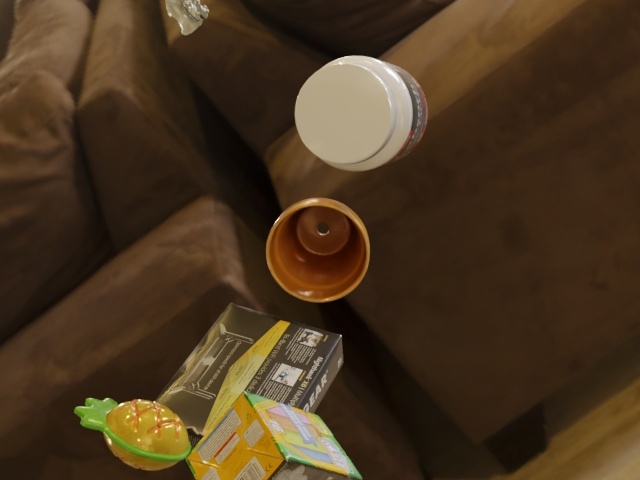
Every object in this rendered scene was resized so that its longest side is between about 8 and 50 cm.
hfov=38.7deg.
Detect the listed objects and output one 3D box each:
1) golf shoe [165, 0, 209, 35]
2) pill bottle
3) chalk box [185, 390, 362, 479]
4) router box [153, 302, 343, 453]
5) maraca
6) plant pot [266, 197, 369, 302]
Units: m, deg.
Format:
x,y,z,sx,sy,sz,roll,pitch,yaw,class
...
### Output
x,y,z,sx,sy,sz,roll,pitch,yaw,class
-0.318,-0.521,1.959,0.069,0.176,0.086,-19,-19,-46,golf shoe
0.079,-0.236,1.706,0.210,0.210,0.363,-33,0,16,pill bottle
-0.046,0.312,1.225,0.132,0.213,0.132,-50,47,9,chalk box
-0.130,0.266,1.641,0.242,0.081,0.309,14,43,22,router box
-0.287,0.291,1.403,0.127,0.185,0.099,-40,-27,-81,maraca
0.000,0.000,1.872,0.205,0.205,0.188,-35,11,12,plant pot
